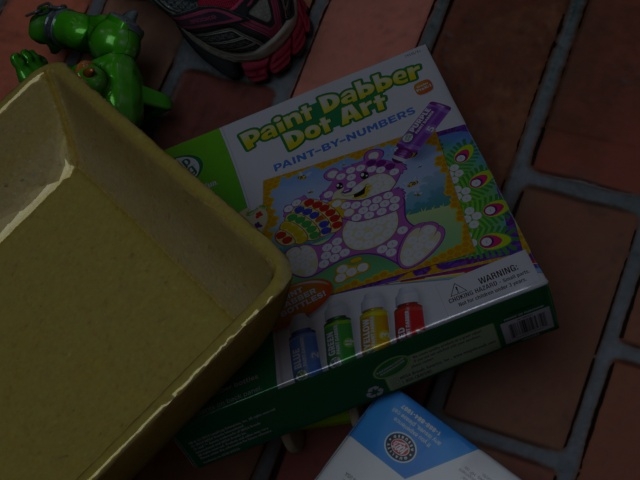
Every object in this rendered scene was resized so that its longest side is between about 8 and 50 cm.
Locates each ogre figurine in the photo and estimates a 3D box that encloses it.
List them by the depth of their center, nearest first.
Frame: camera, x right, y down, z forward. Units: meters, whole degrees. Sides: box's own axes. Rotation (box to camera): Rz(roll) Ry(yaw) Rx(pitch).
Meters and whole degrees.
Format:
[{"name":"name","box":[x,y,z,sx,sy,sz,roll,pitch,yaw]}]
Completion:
[{"name":"ogre figurine","box":[-0.189,-0.107,0.914,0.118,0.097,0.197,-15,50,31]}]

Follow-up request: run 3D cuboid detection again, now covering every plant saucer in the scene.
[{"name":"plant saucer","box":[-0.202,0.076,0.733,0.333,0.081,0.333,-45,47,-6]}]

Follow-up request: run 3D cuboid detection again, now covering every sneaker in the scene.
[{"name":"sneaker","box":[-0.129,-0.252,0.934,0.299,0.112,0.121,37,85,26]}]

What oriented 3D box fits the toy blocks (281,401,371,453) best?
[{"name":"toy blocks","box":[-0.043,0.092,0.811,0.148,0.054,0.123,-11,67,14]}]

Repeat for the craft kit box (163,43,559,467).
[{"name":"craft kit box","box":[0.000,0.000,0.783,0.250,0.061,0.246,-22,45,3]}]

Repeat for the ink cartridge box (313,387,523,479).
[{"name":"ink cartridge box","box":[0.047,0.210,0.723,0.140,0.082,0.190,35,85,26]}]
